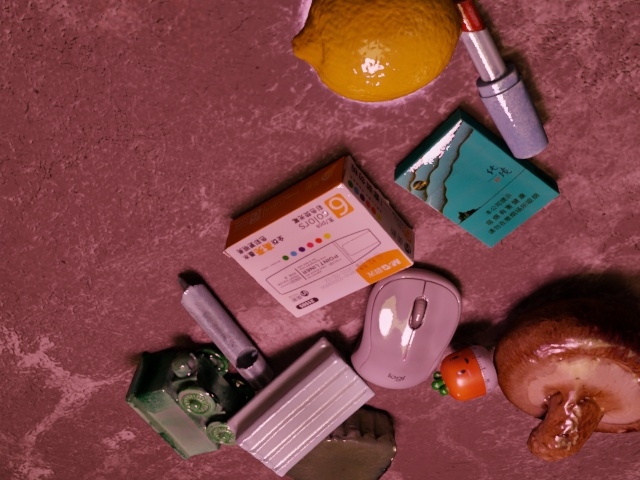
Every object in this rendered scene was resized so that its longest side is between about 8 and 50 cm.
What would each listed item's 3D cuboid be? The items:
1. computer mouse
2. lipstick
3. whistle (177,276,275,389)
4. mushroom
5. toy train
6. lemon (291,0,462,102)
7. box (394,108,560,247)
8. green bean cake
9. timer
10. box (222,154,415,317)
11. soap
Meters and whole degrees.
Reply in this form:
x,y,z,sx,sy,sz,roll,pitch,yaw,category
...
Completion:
x,y,z,sx,sy,sz,roll,pitch,yaw,category
0.157,0.188,1.480,0.184,0.121,0.296,17,131,-6,computer mouse
0.260,-0.245,1.137,0.068,0.061,0.274,-21,120,25,lipstick
-0.194,0.189,1.556,0.062,0.062,0.312,-19,125,21,whistle
0.498,0.238,1.438,0.345,0.239,0.345,-11,136,-11,mushroom
-0.263,0.344,1.641,0.202,0.145,0.266,-16,126,23,toy train
0.081,-0.283,1.043,0.244,0.187,0.186,-7,131,-7,lemon
0.258,-0.097,1.273,0.226,0.042,0.161,33,125,-21,box
0.045,0.471,1.730,0.227,0.125,0.222,18,128,-11,green bean cake
0.272,0.259,1.474,0.136,0.099,0.136,-8,149,-5,timer
0.000,0.000,1.353,0.274,0.091,0.221,-30,122,28,box
-0.039,0.341,1.566,0.265,0.087,0.160,-42,126,0,soap
